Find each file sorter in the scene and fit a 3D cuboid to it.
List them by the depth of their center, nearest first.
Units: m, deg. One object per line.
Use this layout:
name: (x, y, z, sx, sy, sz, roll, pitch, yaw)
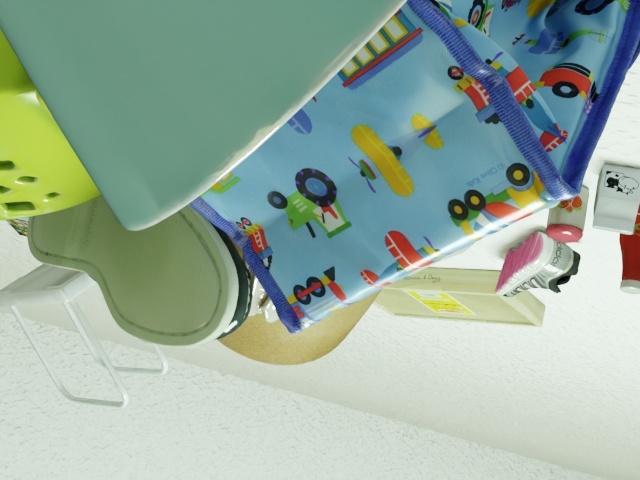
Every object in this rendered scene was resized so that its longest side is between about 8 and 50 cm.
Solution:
file sorter: (-0.229, 0.064, 1.292, 0.193, 0.277, 0.173, -6, 116, 50)

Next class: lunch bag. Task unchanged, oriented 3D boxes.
lunch bag: (0.080, -0.105, 0.625, 0.138, 0.293, 0.221, 51, 135, -8)

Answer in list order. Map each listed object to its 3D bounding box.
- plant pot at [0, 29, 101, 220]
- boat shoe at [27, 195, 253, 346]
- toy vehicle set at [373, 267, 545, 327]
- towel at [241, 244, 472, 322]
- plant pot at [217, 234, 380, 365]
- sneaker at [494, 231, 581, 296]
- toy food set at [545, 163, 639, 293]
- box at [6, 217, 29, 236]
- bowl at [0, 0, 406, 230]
plant pot: (-0.213, -0.150, 0.753, 0.207, 0.228, 0.227, 1, 161, 13)
boat shoe: (-0.142, 0.014, 0.881, 0.113, 0.127, 0.340, 14, 179, -41)
toy vehicle set: (0.190, 0.085, 1.541, 0.267, 0.035, 0.166, 2, 160, 34)
towel: (0.059, -0.029, 0.868, 0.282, 0.049, 0.187, -20, 147, -29)
plant pot: (-0.001, -0.022, 1.061, 0.237, 0.237, 0.254, 19, 146, -20)
sneaker: (0.278, 0.041, 1.276, 0.075, 0.063, 0.170, 21, 158, -4)
toy food set: (0.317, -0.003, 1.021, 0.232, 0.104, 0.111, 10, 164, 9)
box: (-0.388, -0.025, 1.609, 0.233, 0.044, 0.159, 12, 164, 3)
bowl: (-0.052, -0.172, 0.488, 0.163, 0.311, 0.311, 42, 155, -16)
